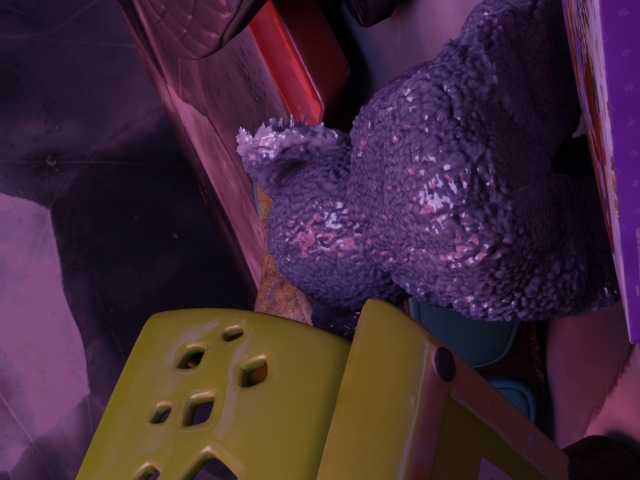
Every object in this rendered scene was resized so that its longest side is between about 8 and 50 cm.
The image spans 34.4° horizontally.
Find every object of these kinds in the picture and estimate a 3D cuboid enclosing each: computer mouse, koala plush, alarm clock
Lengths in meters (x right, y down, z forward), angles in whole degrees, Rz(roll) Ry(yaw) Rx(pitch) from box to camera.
[{"bbox_3d":[0.028,-0.228,0.903,0.071,0.041,0.242,65,175,-18],"label":"computer mouse"},{"bbox_3d":[0.051,-0.021,0.600,0.221,0.203,0.196,-17,96,40],"label":"koala plush"},{"bbox_3d":[0.224,0.213,0.829,0.192,0.064,0.129,36,148,62],"label":"alarm clock"}]

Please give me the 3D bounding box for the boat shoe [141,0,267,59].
[{"bbox_3d":[-0.054,-0.254,0.864,0.132,0.130,0.355,63,153,-4],"label":"boat shoe"}]

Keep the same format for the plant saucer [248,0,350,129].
[{"bbox_3d":[-0.038,-0.230,1.079,0.259,0.047,0.259,105,140,-83],"label":"plant saucer"}]

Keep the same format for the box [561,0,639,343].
[{"bbox_3d":[0.114,-0.127,0.371,0.293,0.057,0.201,66,-161,-49],"label":"box"}]

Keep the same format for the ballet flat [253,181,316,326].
[{"bbox_3d":[0.000,0.000,0.986,0.123,0.123,0.349,79,-171,-46],"label":"ballet flat"}]

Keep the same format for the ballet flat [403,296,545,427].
[{"bbox_3d":[0.114,0.079,0.910,0.182,0.163,0.483,-96,2,-46],"label":"ballet flat"}]

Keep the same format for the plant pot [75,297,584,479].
[{"bbox_3d":[0.010,0.171,0.560,0.207,0.228,0.227,-15,136,39],"label":"plant pot"}]
